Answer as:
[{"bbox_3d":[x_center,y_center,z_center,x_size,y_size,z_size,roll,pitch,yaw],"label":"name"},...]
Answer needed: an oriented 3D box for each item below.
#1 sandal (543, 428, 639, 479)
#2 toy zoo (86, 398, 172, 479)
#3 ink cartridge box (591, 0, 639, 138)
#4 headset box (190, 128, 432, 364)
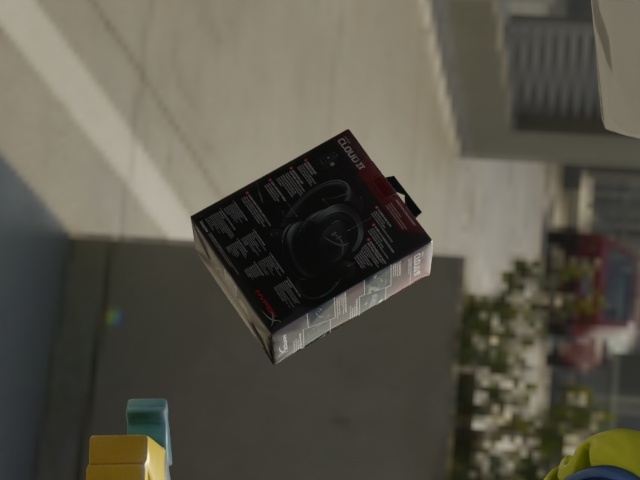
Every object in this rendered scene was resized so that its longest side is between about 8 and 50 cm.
[{"bbox_3d":[0.128,0.258,1.418,0.317,0.126,0.138,-51,171,35],"label":"sandal"},{"bbox_3d":[-0.093,0.219,0.982,0.192,0.030,0.293,88,1,-69],"label":"toy zoo"},{"bbox_3d":[0.265,-0.101,0.726,0.207,0.283,0.117,-154,-123,-68],"label":"ink cartridge box"},{"bbox_3d":[0.000,0.000,0.785,0.062,0.083,0.032,54,-16,23],"label":"headset box"}]
